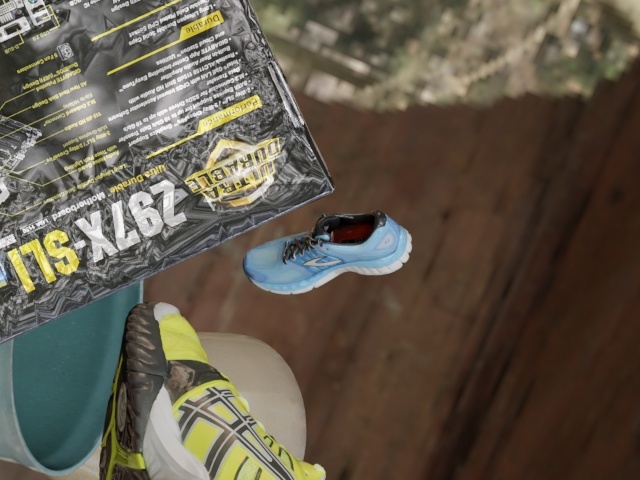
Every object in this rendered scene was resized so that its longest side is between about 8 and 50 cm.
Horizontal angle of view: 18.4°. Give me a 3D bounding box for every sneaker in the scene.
[{"bbox_3d":[-0.081,0.192,1.519,0.384,0.147,0.145,-111,-152,-50],"label":"sneaker"},{"bbox_3d":[0.000,0.000,1.851,0.073,0.162,0.063,57,24,-51],"label":"sneaker"}]

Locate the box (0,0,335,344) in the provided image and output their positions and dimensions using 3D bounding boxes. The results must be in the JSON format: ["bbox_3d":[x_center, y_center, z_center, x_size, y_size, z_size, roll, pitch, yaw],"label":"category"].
[{"bbox_3d":[-0.188,-0.083,1.250,0.322,0.257,0.079,-25,-172,0],"label":"box"}]

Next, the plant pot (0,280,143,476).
[{"bbox_3d":[-0.316,0.066,1.895,0.293,0.196,0.293,7,90,-72],"label":"plant pot"}]

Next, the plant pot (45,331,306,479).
[{"bbox_3d":[-0.199,0.207,2.204,0.274,0.256,0.256,18,97,-50],"label":"plant pot"}]
